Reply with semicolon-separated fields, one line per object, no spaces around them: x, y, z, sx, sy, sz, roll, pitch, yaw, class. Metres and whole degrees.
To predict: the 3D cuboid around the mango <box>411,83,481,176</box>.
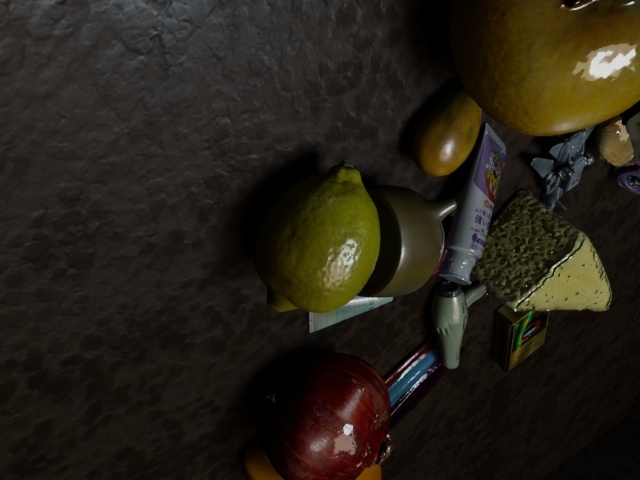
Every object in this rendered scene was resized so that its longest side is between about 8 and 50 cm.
0.220;-0.183;1.129;0.163;0.089;0.111;-47;142;-14;mango

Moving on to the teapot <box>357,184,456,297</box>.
0.121;0.008;1.126;0.175;0.186;0.267;0;149;-40;teapot

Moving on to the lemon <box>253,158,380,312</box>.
0.000;0.000;1.001;0.184;0.184;0.249;24;96;-51;lemon

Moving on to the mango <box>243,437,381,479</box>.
-0.014;0.501;1.442;0.350;0.199;0.201;25;78;-37;mango

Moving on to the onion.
0.015;0.347;1.270;0.276;0.276;0.276;-25;137;-26;onion

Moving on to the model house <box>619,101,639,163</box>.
0.713;-0.341;1.244;0.317;0.297;0.283;42;62;-47;model house

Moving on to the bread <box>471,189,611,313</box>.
0.476;0.083;1.483;0.279;0.248;0.315;-36;128;-6;bread

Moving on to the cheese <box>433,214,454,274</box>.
0.193;0.009;1.293;0.244;0.062;0.155;11;113;-45;cheese

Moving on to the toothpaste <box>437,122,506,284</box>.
0.299;-0.066;1.271;0.114;0.073;0.300;27;79;-50;toothpaste

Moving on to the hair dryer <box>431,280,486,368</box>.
0.330;0.190;1.559;0.224;0.088;0.219;-8;113;-48;hair dryer

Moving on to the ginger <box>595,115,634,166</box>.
0.723;-0.374;1.442;0.363;0.122;0.348;-38;140;-3;ginger

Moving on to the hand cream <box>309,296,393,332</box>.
0.056;0.124;1.283;0.174;0.047;0.076;-20;136;-19;hand cream

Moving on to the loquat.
0.339;-0.312;0.974;0.328;0.328;0.359;-42;-175;-8;loquat

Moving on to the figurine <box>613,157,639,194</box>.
0.807;-0.192;1.685;0.114;0.126;0.157;-40;-161;47;figurine

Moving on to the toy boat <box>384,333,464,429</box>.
0.193;0.368;1.607;0.392;0.079;0.136;-42;142;-12;toy boat

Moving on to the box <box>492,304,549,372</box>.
0.555;0.243;1.841;0.159;0.071;0.240;-31;139;-16;box

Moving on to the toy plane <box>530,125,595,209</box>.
0.534;-0.138;1.468;0.212;0.088;0.267;-31;140;-19;toy plane
